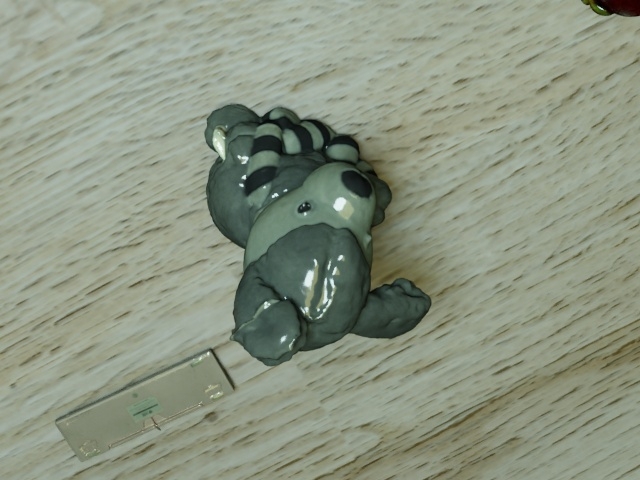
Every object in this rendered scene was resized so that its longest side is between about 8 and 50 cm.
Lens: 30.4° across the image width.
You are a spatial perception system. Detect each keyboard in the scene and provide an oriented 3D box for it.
[{"bbox_3d":[-0.165,0.156,1.112,0.166,0.017,0.055,-25,113,6],"label":"keyboard"}]

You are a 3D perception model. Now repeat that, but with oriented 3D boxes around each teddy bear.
[{"bbox_3d":[0.007,-0.004,0.938,0.171,0.251,0.144,16,117,-30],"label":"teddy bear"}]

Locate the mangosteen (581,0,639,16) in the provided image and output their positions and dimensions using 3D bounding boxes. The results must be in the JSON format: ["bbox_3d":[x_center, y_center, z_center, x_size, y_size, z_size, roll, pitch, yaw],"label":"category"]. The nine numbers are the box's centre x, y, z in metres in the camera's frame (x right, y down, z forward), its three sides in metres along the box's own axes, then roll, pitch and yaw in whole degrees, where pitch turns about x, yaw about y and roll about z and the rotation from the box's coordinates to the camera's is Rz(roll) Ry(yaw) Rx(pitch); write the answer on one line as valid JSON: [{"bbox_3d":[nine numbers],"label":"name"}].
[{"bbox_3d":[0.240,-0.217,0.932,0.081,0.081,0.081,-3,118,-5],"label":"mangosteen"}]
